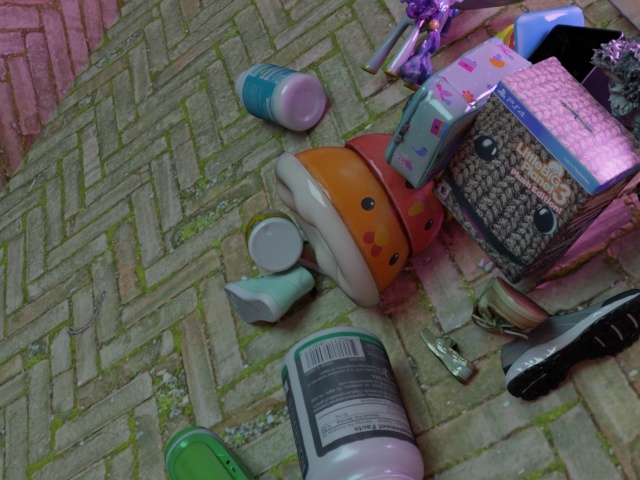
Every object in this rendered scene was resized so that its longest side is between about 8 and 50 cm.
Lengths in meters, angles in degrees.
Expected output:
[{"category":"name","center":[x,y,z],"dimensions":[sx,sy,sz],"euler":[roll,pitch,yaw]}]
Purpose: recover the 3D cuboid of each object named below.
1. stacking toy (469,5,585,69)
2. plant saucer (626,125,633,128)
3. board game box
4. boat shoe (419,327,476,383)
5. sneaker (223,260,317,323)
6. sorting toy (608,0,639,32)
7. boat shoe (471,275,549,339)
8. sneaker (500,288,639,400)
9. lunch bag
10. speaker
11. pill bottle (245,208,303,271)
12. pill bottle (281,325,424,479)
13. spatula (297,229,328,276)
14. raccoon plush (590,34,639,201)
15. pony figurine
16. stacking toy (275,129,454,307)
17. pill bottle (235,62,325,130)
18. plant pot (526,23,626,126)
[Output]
[{"category":"stacking toy","center":[0.403,-0.389,1.808],"dimensions":[0.175,0.166,0.302],"euler":[-15,14,-24]},{"category":"plant saucer","center":[0.604,-0.242,1.607],"dimensions":[0.083,0.013,0.084],"euler":[-23,45,26]},{"category":"board game box","center":[0.357,-0.111,1.438],"dimensions":[0.141,0.291,0.232],"euler":[-26,67,-32]},{"category":"boat shoe","center":[0.231,0.201,1.553],"dimensions":[0.045,0.050,0.135],"euler":[-42,51,1]},{"category":"sneaker","center":[-0.108,0.108,1.900],"dimensions":[0.151,0.094,0.256],"euler":[-36,20,-25]},{"category":"sorting toy","center":[0.712,-0.481,1.646],"dimensions":[0.255,0.089,0.257],"euler":[-34,43,15]},{"category":"boat shoe","center":[0.305,0.122,1.422],"dimensions":[0.104,0.285,0.089],"euler":[38,93,8]},{"category":"sneaker","center":[0.410,0.149,1.401],"dimensions":[0.271,0.100,0.108],"euler":[-33,37,16]},{"category":"lunch bag","center":[0.236,-0.222,1.523],"dimensions":[0.108,0.224,0.279],"euler":[45,55,12]},{"category":"speaker","center":[-0.191,0.478,1.632],"dimensions":[0.131,0.131,0.296],"euler":[-50,41,-3]},{"category":"pill bottle","center":[-0.106,-0.006,1.888],"dimensions":[0.117,0.117,0.208],"euler":[-46,13,2]},{"category":"pill bottle","center":[0.058,0.342,1.466],"dimensions":[0.204,0.204,0.361],"euler":[-33,43,16]},{"category":"spatula","center":[0.000,0.000,1.929],"dimensions":[0.242,0.019,0.168],"euler":[19,71,47]},{"category":"raccoon plush","center":[0.612,-0.209,1.282],"dimensions":[0.216,0.299,0.446],"euler":[-30,13,-21]},{"category":"pony figurine","center":[0.251,-0.528,1.944],"dimensions":[0.364,0.302,0.351],"euler":[-64,18,6]},{"category":"stacking toy","center":[0.179,-0.124,1.704],"dimensions":[0.479,0.351,0.351],"euler":[-32,40,-6]},{"category":"pill bottle","center":[-0.116,-0.379,2.232],"dimensions":[0.264,0.146,0.146],"euler":[27,78,48]},{"category":"plant pot","center":[0.482,-0.271,1.604],"dimensions":[0.187,0.167,0.188],"euler":[-50,31,-3]}]
